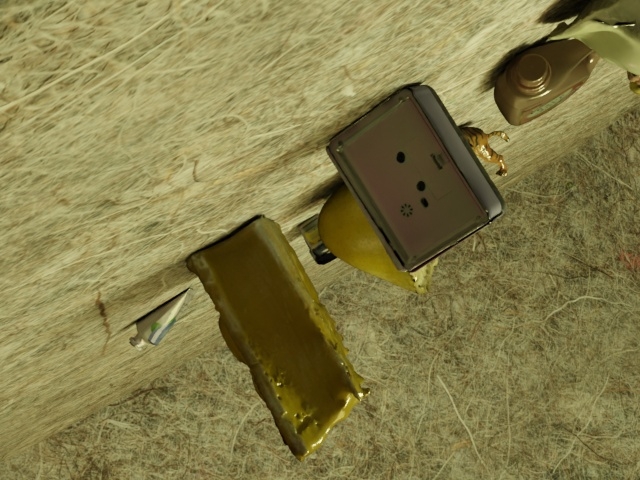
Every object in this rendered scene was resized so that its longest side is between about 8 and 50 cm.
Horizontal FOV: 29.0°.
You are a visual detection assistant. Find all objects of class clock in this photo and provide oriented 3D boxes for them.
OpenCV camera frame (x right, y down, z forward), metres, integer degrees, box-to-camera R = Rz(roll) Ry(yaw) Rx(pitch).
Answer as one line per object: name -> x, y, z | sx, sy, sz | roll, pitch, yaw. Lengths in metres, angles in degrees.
clock -> 0.116, -0.074, 1.515 | 0.144, 0.193, 0.073 | -34, 175, 30

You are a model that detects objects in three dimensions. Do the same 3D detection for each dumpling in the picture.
dumpling -> 0.421, -0.290, 1.601 | 0.175, 0.243, 0.227 | -68, -161, -4

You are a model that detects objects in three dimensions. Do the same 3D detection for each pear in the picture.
pear -> 0.085, -0.028, 1.947 | 0.178, 0.267, 0.267 | -7, 180, 14

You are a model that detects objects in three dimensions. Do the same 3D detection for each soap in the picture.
soap -> -0.054, 0.152, 1.892 | 0.169, 0.339, 0.304 | -29, 173, 2

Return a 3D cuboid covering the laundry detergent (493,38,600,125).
laundry detergent -> 0.330, -0.245, 1.774 | 0.171, 0.076, 0.237 | -32, 172, 2

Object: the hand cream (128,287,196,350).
hand cream -> -0.270, 0.136, 2.143 | 0.142, 0.053, 0.084 | -41, 174, -2

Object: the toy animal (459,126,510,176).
toy animal -> 0.251, -0.159, 2.115 | 0.255, 0.114, 0.116 | -31, 134, -53

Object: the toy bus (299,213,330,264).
toy bus -> 0.000, 0.000, 2.206 | 0.057, 0.072, 0.172 | -32, 173, -1

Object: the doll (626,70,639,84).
doll -> 0.668, -0.362, 2.142 | 0.303, 0.156, 0.201 | -32, 170, -43

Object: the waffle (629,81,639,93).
waffle -> 0.709, -0.344, 2.253 | 0.325, 0.068, 0.302 | -39, -151, -20
